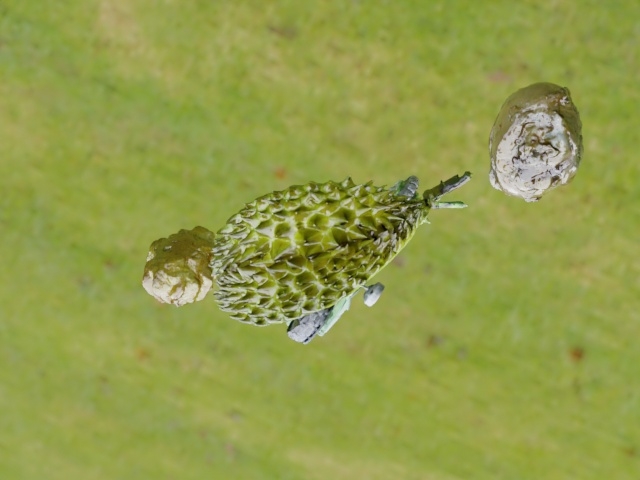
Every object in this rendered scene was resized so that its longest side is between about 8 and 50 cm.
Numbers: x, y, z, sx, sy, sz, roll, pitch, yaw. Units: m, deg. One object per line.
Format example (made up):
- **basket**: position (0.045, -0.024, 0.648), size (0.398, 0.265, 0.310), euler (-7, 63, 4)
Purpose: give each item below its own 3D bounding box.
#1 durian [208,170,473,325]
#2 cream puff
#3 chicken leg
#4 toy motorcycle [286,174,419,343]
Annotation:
- **durian**: position (0.000, 0.000, 1.284), size (0.215, 0.100, 0.086), euler (-20, 92, 30)
- **cream puff**: position (-0.126, 0.028, 1.723), size (0.083, 0.083, 0.058), euler (29, 137, 49)
- **chicken leg**: position (0.167, -0.069, 1.413), size (0.069, 0.085, 0.198), euler (0, 176, 13)
- **toy motorcycle**: position (0.029, 0.013, 1.758), size (0.074, 0.190, 0.106), euler (37, -176, -8)
